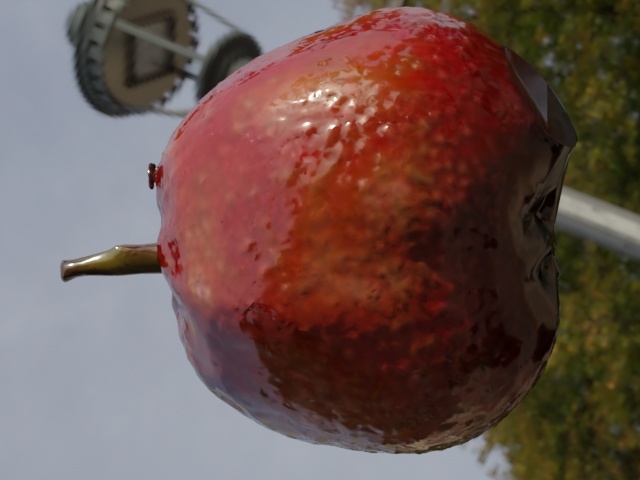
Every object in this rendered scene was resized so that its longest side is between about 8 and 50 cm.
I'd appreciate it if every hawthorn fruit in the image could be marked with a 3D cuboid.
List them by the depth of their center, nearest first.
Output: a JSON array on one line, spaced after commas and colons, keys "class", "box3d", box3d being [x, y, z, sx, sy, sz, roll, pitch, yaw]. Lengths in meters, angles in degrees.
[{"class": "hawthorn fruit", "box3d": [0.000, 0.000, 0.771, 0.266, 0.210, 0.230, -5, -67, -8]}]
